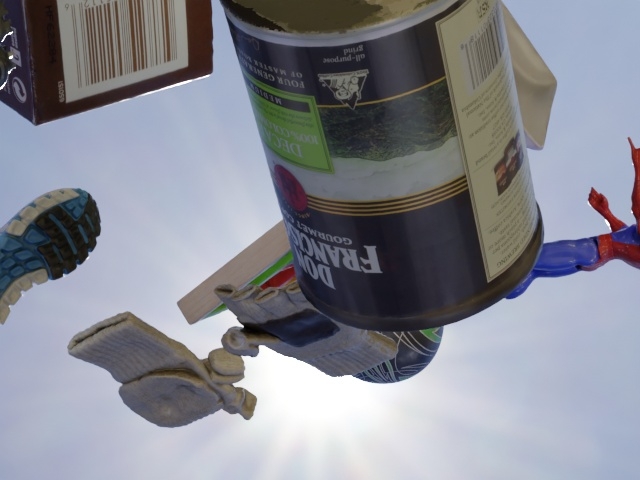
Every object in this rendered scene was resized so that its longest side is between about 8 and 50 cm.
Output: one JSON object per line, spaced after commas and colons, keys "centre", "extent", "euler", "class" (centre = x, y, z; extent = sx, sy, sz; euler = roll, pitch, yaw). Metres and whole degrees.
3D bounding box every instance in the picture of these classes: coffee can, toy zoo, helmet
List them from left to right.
{"centre": [0.000, 0.000, 1.974], "extent": [0.293, 0.192, 0.030], "euler": [-19, -105, -56], "class": "toy zoo"}
{"centre": [0.074, 0.097, 2.313], "extent": [0.169, 0.169, 0.161], "euler": [26, -140, -15], "class": "helmet"}
{"centre": [0.050, -0.099, 1.414], "extent": [0.202, 0.275, 0.201], "euler": [-10, -143, 7], "class": "coffee can"}

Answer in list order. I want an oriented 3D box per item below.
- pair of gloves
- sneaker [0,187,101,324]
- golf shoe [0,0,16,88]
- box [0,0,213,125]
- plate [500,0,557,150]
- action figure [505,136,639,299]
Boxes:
{"centre": [-0.074, 0.102, 1.629], "extent": [0.204, 0.240, 0.042], "euler": [47, -151, -54], "class": "pair of gloves"}
{"centre": [-0.268, 0.020, 1.571], "extent": [0.191, 0.083, 0.071], "euler": [-42, -65, -23], "class": "sneaker"}
{"centre": [-0.258, -0.176, 1.188], "extent": [0.094, 0.198, 0.077], "euler": [-25, -154, -31], "class": "golf shoe"}
{"centre": [-0.278, -0.251, 1.725], "extent": [0.191, 0.143, 0.381], "euler": [-20, -146, -32], "class": "box"}
{"centre": [0.164, -0.239, 2.105], "extent": [0.278, 0.045, 0.277], "euler": [52, -158, -11], "class": "plate"}
{"centre": [0.258, -0.019, 1.920], "extent": [0.091, 0.280, 0.139], "euler": [49, -145, -71], "class": "action figure"}
